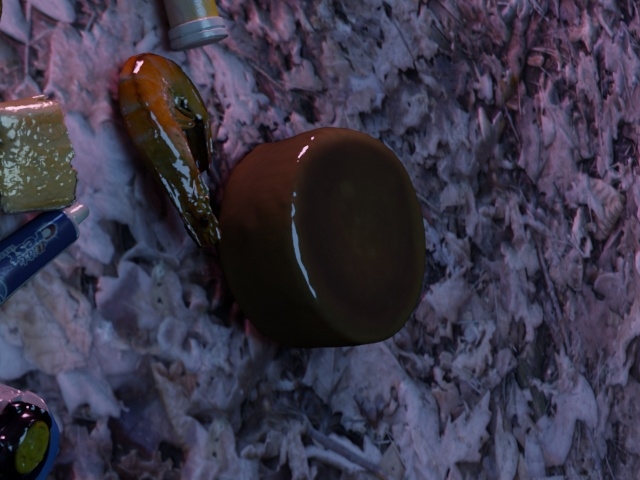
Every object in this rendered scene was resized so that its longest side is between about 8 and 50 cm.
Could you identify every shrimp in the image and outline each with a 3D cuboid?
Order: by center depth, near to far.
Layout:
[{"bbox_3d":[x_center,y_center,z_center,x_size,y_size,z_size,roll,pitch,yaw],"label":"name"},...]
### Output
[{"bbox_3d":[-0.172,-0.111,1.714,0.150,0.068,0.249,-10,84,-54],"label":"shrimp"}]

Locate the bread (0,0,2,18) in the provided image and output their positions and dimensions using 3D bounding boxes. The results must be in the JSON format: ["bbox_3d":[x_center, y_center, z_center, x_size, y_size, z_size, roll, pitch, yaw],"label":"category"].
[{"bbox_3d":[-0.408,-0.262,1.413,0.235,0.099,0.210,7,92,-57],"label":"bread"}]

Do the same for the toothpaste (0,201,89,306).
[{"bbox_3d":[-0.340,0.034,1.510,0.268,0.047,0.069,-44,126,-40],"label":"toothpaste"}]

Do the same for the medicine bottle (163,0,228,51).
[{"bbox_3d":[-0.176,-0.347,1.757,0.074,0.074,0.218,-16,91,-48],"label":"medicine bottle"}]

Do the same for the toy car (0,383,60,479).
[{"bbox_3d":[-0.379,0.257,1.328,0.166,0.198,0.314,80,31,-50],"label":"toy car"}]

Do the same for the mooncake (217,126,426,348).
[{"bbox_3d":[0.000,0.000,1.805,0.284,0.155,0.284,17,67,-45],"label":"mooncake"}]

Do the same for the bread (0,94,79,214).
[{"bbox_3d":[-0.324,-0.092,1.530,0.106,0.082,0.125,-10,99,-38],"label":"bread"}]
